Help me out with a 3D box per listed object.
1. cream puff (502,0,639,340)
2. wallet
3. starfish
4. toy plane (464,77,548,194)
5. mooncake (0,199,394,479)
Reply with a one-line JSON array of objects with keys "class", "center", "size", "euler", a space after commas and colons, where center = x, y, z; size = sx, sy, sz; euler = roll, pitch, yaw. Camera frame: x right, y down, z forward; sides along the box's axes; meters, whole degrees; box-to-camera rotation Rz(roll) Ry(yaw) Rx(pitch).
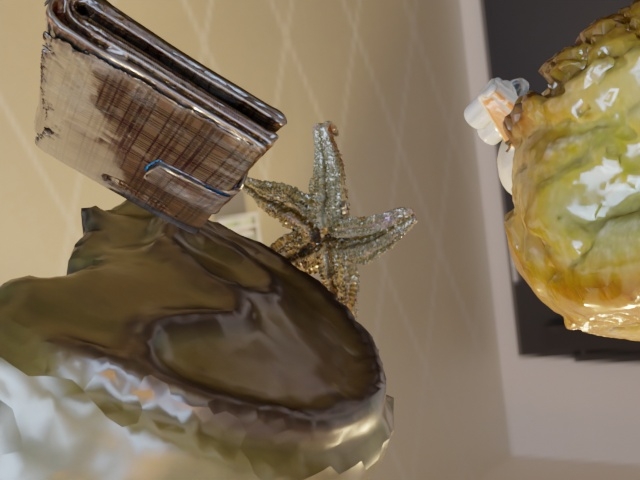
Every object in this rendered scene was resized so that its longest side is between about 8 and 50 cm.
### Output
[{"class": "cream puff", "center": [0.280, -0.049, 0.752], "size": [0.327, 0.231, 0.343], "euler": [7, 169, 3]}, {"class": "wallet", "center": [-0.096, -0.060, 0.643], "size": [0.124, 0.042, 0.230], "euler": [30, 163, -8]}, {"class": "starfish", "center": [0.001, 0.000, 1.130], "size": [0.043, 0.240, 0.227], "euler": [-20, -156, -39]}, {"class": "toy plane", "center": [0.271, -0.112, 1.258], "size": [0.245, 0.244, 0.117], "euler": [-5, -127, 18]}, {"class": "mooncake", "center": [-0.143, 0.120, 0.931], "size": [0.393, 0.246, 0.394], "euler": [9, -159, -35]}]
